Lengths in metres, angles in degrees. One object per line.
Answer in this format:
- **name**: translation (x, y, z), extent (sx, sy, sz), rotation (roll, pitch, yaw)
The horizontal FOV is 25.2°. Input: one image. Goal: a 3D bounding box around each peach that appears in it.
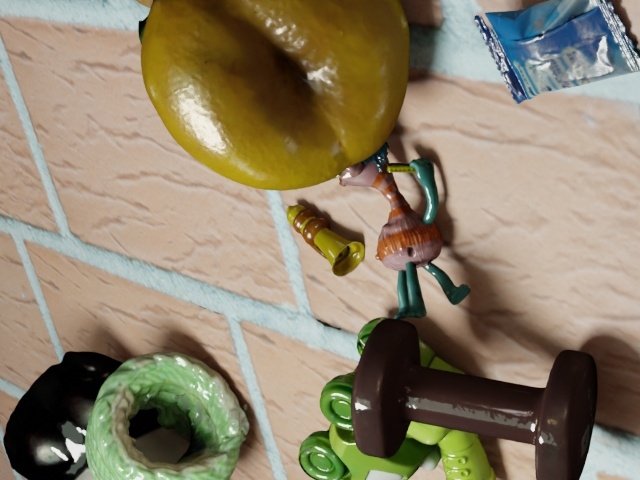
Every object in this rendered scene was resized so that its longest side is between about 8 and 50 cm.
- **peach**: translation (-0.036, -0.165, 1.314), extent (0.153, 0.251, 0.251), rotation (-131, 17, -77)

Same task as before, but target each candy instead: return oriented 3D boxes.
- **candy**: translation (0.196, -0.164, 1.189), extent (0.136, 0.038, 0.088), rotation (-12, 111, 47)

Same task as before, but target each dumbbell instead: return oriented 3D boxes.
- **dumbbell**: translation (0.149, 0.158, 1.376), extent (0.225, 0.124, 0.140), rotation (8, 131, 20)

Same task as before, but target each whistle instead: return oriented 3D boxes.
- **whistle**: translation (0.004, -0.003, 1.602), extent (0.109, 0.057, 0.046), rotation (41, 100, 41)

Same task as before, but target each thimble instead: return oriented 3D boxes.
- **thimble**: translation (-0.211, 0.267, 1.963), extent (0.219, 0.219, 0.150), rotation (50, 151, 13)

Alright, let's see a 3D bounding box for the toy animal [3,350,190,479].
- **toy animal**: translation (-0.300, 0.334, 2.111), extent (0.310, 0.251, 0.251), rotation (39, 144, 19)

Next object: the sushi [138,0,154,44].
- **sushi**: translation (-0.107, -0.216, 1.480), extent (0.127, 0.124, 0.225), rotation (48, 153, 16)

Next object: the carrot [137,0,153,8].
- **carrot**: translation (-0.128, -0.335, 1.449), extent (0.102, 0.102, 0.263), rotation (56, 144, 3)

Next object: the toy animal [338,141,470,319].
- **toy animal**: translation (0.080, -0.025, 1.426), extent (0.103, 0.100, 0.208), rotation (-22, 90, 36)

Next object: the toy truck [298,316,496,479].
- **toy truck**: translation (0.093, 0.192, 1.551), extent (0.210, 0.148, 0.187), rotation (15, 130, 20)
